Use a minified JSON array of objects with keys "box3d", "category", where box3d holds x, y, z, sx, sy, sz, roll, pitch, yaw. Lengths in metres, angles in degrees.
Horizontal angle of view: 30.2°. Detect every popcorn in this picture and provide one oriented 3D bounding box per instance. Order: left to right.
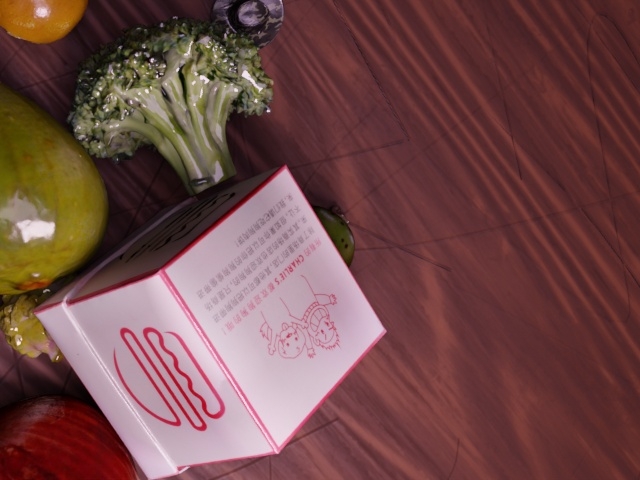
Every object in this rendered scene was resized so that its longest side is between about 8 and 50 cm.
[{"box3d":[-0.404,0.111,1.765,0.145,0.126,0.126,-4,121,-33],"category":"popcorn"}]

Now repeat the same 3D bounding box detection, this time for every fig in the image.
[{"box3d":[-0.452,-0.082,1.673,0.258,0.258,0.326,-28,77,-14],"category":"fig"}]

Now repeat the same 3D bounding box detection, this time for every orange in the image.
[{"box3d":[-0.414,-0.353,1.712,0.154,0.155,0.134,6,134,-18],"category":"orange"}]

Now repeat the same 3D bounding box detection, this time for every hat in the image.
[{"box3d":[-0.107,-0.353,1.853,0.121,0.050,0.121,-1,92,-20],"category":"hat"}]

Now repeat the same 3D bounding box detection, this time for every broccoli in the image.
[{"box3d":[-0.211,-0.207,1.735,0.260,0.288,0.235,48,40,-21],"category":"broccoli"}]

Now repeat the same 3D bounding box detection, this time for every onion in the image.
[{"box3d":[-0.416,0.395,1.689,0.341,0.341,0.341,-1,95,-17],"category":"onion"}]

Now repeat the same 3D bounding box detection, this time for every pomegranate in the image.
[{"box3d":[-0.005,0.005,1.885,0.130,0.130,0.130,-1,95,-17],"category":"pomegranate"}]

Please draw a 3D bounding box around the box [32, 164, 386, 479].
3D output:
[{"box3d":[-0.150,0.115,1.692,0.314,0.300,0.312,-43,107,-43],"category":"box"}]
